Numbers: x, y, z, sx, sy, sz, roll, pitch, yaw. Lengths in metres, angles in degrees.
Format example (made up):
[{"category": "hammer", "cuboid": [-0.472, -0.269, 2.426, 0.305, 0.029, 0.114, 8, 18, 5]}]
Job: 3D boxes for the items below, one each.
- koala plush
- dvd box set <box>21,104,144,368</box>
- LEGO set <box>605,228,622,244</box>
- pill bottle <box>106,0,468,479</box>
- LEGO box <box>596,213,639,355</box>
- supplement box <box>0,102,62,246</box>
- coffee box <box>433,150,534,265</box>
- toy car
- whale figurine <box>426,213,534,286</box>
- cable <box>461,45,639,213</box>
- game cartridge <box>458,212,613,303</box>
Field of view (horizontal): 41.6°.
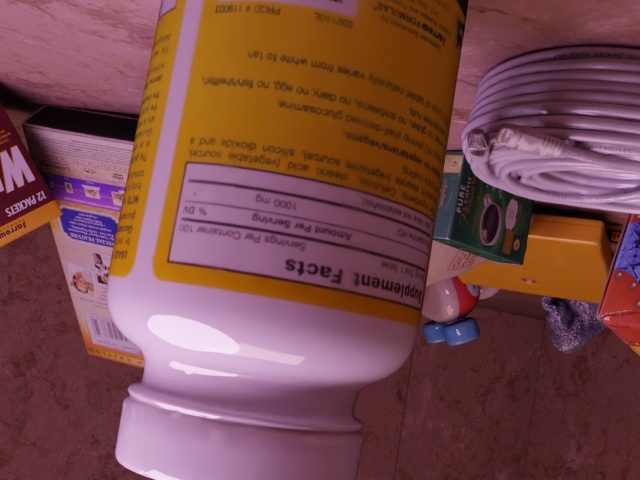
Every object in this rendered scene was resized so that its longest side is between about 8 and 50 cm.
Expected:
[{"category": "koala plush", "cuboid": [0.551, 0.110, 1.612, 0.221, 0.203, 0.196, -7, 167, 27]}, {"category": "dvd box set", "cuboid": [-0.230, 0.025, 1.191, 0.307, 0.420, 0.062, 10, -141, 18]}, {"category": "LEGO set", "cuboid": [0.374, -0.002, 1.389, 0.244, 0.060, 0.182, 6, 176, 27]}, {"category": "pill bottle", "cuboid": [-0.023, -0.026, 0.512, 0.188, 0.334, 0.188, 10, 174, 1]}, {"category": "LEGO box", "cuboid": [0.629, 0.136, 0.982, 0.500, 0.193, 0.372, 37, 159, -33]}, {"category": "supplement box", "cuboid": [-0.454, -0.084, 1.097, 0.129, 0.194, 0.191, -31, -168, -23]}, {"category": "coffee box", "cuboid": [0.206, -0.038, 1.069, 0.040, 0.113, 0.184, 8, 175, 43]}, {"category": "toy car", "cuboid": [0.318, 0.077, 1.773, 0.238, 0.219, 0.210, -19, 180, -16]}, {"category": "whale figurine", "cuboid": [0.162, -0.023, 1.188, 0.272, 0.141, 0.216, -3, 136, -25]}, {"category": "cable", "cuboid": [0.251, -0.082, 0.723, 0.257, 0.089, 0.257, 8, 174, 6]}, {"category": "game cartridge", "cuboid": [0.336, 0.023, 1.392, 0.285, 0.052, 0.324, 8, 162, 26]}]
